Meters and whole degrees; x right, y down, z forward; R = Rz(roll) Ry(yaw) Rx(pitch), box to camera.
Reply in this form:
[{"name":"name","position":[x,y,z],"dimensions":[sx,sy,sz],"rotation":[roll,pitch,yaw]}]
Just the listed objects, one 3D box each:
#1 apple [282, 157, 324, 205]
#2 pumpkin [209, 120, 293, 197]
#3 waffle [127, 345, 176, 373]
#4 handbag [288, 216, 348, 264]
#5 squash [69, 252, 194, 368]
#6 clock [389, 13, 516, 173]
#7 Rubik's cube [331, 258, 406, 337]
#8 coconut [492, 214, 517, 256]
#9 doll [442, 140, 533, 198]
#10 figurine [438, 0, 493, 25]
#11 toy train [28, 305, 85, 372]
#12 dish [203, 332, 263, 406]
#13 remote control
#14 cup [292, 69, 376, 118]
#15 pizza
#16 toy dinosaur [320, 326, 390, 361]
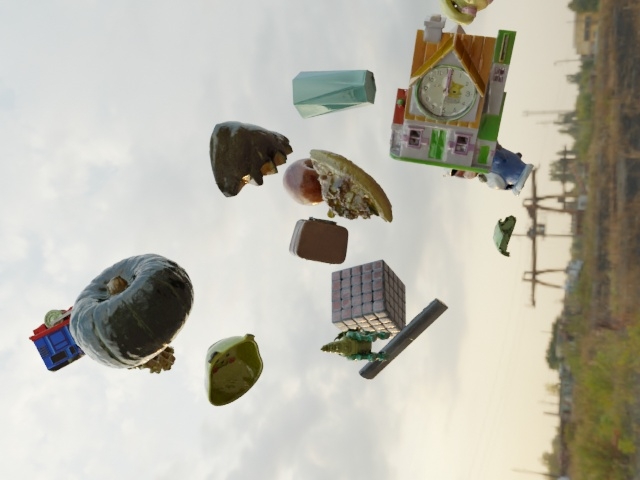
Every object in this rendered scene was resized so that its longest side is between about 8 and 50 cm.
[{"name":"apple","position":[-0.042,-0.212,2.186],"dimensions":[0.201,0.201,0.162],"rotation":[-49,-24,-54]},{"name":"pumpkin","position":[-0.165,-0.235,1.427],"dimensions":[0.149,0.131,0.254],"rotation":[64,-146,-33]},{"name":"waffle","position":[-0.460,0.275,1.497],"dimensions":[0.192,0.160,0.046],"rotation":[13,-65,-51]},{"name":"handbag","position":[0.000,0.000,1.980],"dimensions":[0.194,0.072,0.151],"rotation":[13,-90,-27]},{"name":"squash","position":[-0.378,0.138,1.195],"dimensions":[0.165,0.252,0.252],"rotation":[54,-137,-29]},{"name":"clock","position":[0.280,-0.320,1.271],"dimensions":[0.166,0.235,0.309],"rotation":[-66,-18,-51]},{"name":"Rubik's cube","position":[0.192,0.247,2.329],"dimensions":[0.237,0.238,0.238],"rotation":[48,-143,-47]},{"name":"coconut","position":[0.601,-0.012,1.937],"dimensions":[0.158,0.055,0.133],"rotation":[-17,-71,-56]},{"name":"doll","position":[0.411,-0.200,1.500],"dimensions":[0.161,0.257,0.215],"rotation":[-53,-15,-9]},{"name":"figurine","position":[0.179,-0.374,0.784],"dimensions":[0.083,0.083,0.187],"rotation":[8,-119,-66]},{"name":"toy train","position":[-0.551,0.201,1.359],"dimensions":[0.131,0.204,0.083],"rotation":[62,173,4]},{"name":"dish","position":[-0.306,0.402,1.920],"dimensions":[0.221,0.108,0.262],"rotation":[-29,-45,-34]},{"name":"remote control","position":[0.288,0.344,2.046],"dimensions":[0.377,0.044,0.107],"rotation":[-46,-29,10]},{"name":"cup","position":[0.048,-0.459,1.817],"dimensions":[0.148,0.236,0.134],"rotation":[-65,-33,-47]},{"name":"pizza","position":[0.101,-0.182,1.950],"dimensions":[0.087,0.258,0.268],"rotation":[-48,-50,-41]},{"name":"toy dinosaur","position":[0.086,0.277,1.548],"dimensions":[0.259,0.153,0.094],"rotation":[12,-103,-66]}]
